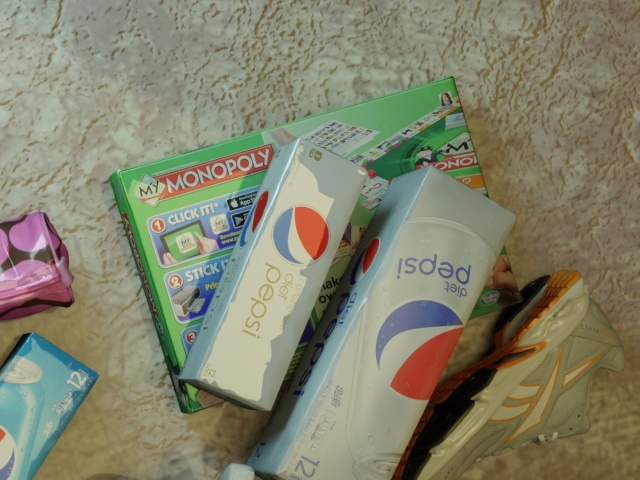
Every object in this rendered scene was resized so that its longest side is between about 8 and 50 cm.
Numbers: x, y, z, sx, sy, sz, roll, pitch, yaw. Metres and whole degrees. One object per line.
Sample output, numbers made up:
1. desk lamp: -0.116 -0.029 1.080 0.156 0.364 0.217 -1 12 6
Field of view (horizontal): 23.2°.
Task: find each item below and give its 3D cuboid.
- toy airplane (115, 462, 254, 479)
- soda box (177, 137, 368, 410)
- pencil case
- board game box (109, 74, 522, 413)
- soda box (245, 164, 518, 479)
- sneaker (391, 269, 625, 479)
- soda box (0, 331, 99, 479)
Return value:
1. toy airplane: -0.090 0.356 1.174 0.386 0.272 0.384 -34 92 -15
2. soda box: -0.038 0.028 1.277 0.069 0.074 0.216 25 79 -14
3. pencil case: -0.298 0.041 1.232 0.209 0.098 0.095 -18 100 -18
4. board game box: 0.000 0.000 1.354 0.317 0.046 0.213 -17 90 -18
5. soda box: 0.051 0.084 1.288 0.091 0.098 0.286 30 77 -13
6. sneaker: 0.174 0.152 1.370 0.262 0.099 0.121 -46 103 -14
7. soda box: -0.265 0.177 1.243 0.067 0.071 0.210 35 76 -12
